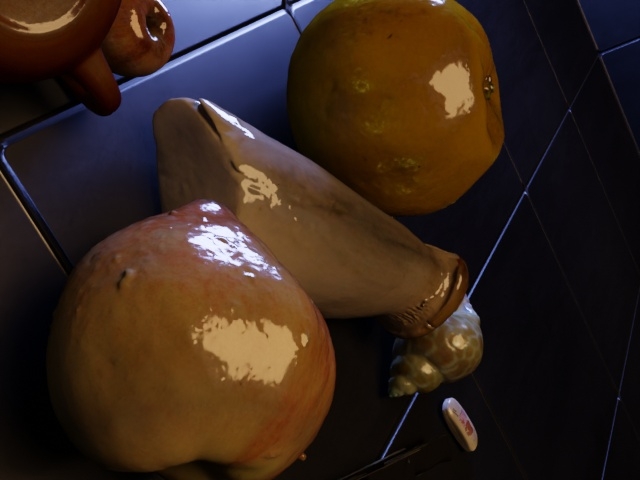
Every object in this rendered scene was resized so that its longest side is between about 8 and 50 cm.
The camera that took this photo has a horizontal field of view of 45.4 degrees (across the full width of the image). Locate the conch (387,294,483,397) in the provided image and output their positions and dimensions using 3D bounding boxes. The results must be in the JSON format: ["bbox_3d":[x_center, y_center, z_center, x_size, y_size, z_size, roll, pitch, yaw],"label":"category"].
[{"bbox_3d":[0.149,0.123,0.970,0.116,0.106,0.173,33,35,-32],"label":"conch"}]

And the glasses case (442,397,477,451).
[{"bbox_3d":[0.188,0.248,1.030,0.083,0.021,0.032,58,39,-19],"label":"glasses case"}]

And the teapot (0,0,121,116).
[{"bbox_3d":[-0.233,-0.198,0.581,0.178,0.135,0.252,-44,137,-16],"label":"teapot"}]

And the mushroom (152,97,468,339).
[{"bbox_3d":[-0.001,0.006,0.791,0.407,0.137,0.154,27,42,-38],"label":"mushroom"}]

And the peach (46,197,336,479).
[{"bbox_3d":[-0.091,0.069,0.576,0.232,0.233,0.232,27,55,-45],"label":"peach"}]

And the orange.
[{"bbox_3d":[0.094,-0.164,0.901,0.279,0.235,0.279,27,57,-50],"label":"orange"}]

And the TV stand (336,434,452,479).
[{"bbox_3d":[0.080,0.264,0.860,0.249,0.042,0.036,-2,74,-54],"label":"TV stand"}]

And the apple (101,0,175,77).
[{"bbox_3d":[-0.175,-0.189,0.690,0.084,0.071,0.084,15,71,-53],"label":"apple"}]
